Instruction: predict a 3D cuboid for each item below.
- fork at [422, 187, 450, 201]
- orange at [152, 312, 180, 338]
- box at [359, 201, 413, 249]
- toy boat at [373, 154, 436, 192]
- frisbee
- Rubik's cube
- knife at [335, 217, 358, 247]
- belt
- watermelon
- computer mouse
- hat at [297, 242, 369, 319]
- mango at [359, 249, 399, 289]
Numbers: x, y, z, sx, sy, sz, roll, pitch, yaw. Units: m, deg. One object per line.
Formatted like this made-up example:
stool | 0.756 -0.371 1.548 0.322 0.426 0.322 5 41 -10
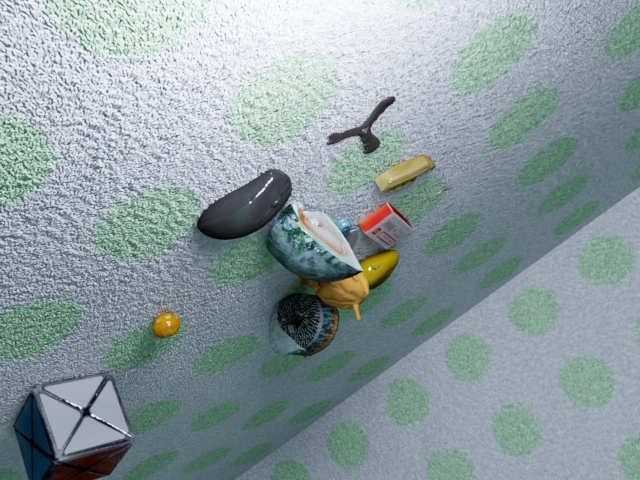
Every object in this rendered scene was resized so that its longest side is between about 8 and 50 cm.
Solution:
fork | 0.394 -0.157 2.195 0.115 0.012 0.016 -23 149 -6
orange | -0.459 0.252 1.919 0.083 0.070 0.083 -17 159 -7
box | 0.224 -0.045 2.160 0.123 0.050 0.229 -36 154 13
toy boat | 0.253 -0.197 1.923 0.200 0.057 0.077 -25 158 -14
frisbee | 0.099 -0.278 1.666 0.187 0.012 0.211 -21 153 -19
Rubik's cube | -0.759 0.588 1.975 0.254 0.260 0.259 0 138 -44
knife | 0.095 -0.019 2.097 0.058 0.032 0.244 -38 158 1
belt | -0.063 0.294 2.248 0.257 0.207 0.150 -32 150 32
watermelon | 0.000 0.000 1.826 0.214 0.289 0.320 -59 165 -33
computer mouse | -0.181 -0.074 1.640 0.269 0.086 0.138 -31 154 -4
hat | 0.066 0.171 2.139 0.244 0.233 0.233 -39 156 19
mango | 0.205 0.103 2.344 0.195 0.098 0.137 -36 150 -3
